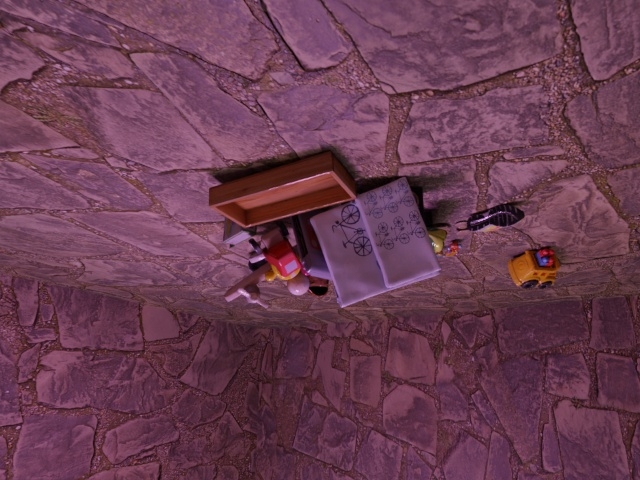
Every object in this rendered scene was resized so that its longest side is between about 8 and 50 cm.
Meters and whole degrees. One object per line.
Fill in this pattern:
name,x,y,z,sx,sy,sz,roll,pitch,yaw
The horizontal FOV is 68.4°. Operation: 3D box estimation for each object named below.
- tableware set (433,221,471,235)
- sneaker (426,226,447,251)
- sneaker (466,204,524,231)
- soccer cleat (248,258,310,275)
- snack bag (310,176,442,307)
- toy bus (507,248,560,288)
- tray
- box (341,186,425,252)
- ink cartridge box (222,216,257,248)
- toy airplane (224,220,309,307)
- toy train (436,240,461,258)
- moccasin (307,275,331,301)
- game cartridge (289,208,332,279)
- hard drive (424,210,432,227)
tableware set,0.528,-0.043,1.881,0.169,0.020,0.141,-6,162,14
sneaker,0.381,0.007,1.749,0.123,0.109,0.295,22,163,6
sneaker,0.645,-0.077,1.712,0.094,0.081,0.208,8,167,-41
soccer cleat,-0.172,0.107,2.213,0.331,0.116,0.143,2,177,3
snack bag,0.162,0.006,1.470,0.343,0.323,0.037,-20,175,7
toy bus,1.022,0.114,2.177,0.220,0.149,0.211,5,145,-19
tray,-0.115,-0.148,1.456,0.411,0.076,0.203,-14,157,20
box,0.204,-0.058,1.542,0.270,0.216,0.060,-2,162,8
ink cartridge box,-0.308,-0.050,1.730,0.062,0.109,0.209,14,157,-34
toy airplane,-0.143,0.091,1.800,0.386,0.272,0.384,-34,180,34
toy train,0.546,0.037,2.076,0.166,0.046,0.125,-15,155,29
moccasin,-0.009,0.247,2.522,0.139,0.147,0.380,4,160,-10
game cartridge,0.000,0.000,1.615,0.196,0.294,0.060,19,132,-42
hard drive,0.303,-0.027,1.862,0.237,0.064,0.339,-2,160,5
